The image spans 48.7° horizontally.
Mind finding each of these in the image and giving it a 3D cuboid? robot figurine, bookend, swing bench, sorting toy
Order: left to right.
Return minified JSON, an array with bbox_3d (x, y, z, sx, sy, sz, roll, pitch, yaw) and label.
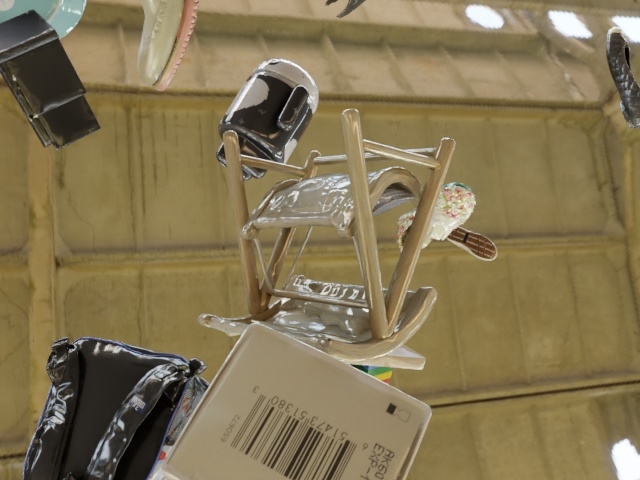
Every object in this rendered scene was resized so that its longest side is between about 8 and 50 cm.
[{"bbox_3d":[-0.313,-0.168,0.813,0.072,0.157,0.156,-30,-144,-15],"label":"bookend"},{"bbox_3d":[-0.120,-0.272,1.569,0.209,0.173,0.278,22,-107,21],"label":"robot figurine"},{"bbox_3d":[0.000,0.000,0.826,0.165,0.253,0.254,8,-93,-39],"label":"swing bench"},{"bbox_3d":[0.025,0.219,1.385,0.255,0.257,0.089,10,-83,-29],"label":"sorting toy"}]

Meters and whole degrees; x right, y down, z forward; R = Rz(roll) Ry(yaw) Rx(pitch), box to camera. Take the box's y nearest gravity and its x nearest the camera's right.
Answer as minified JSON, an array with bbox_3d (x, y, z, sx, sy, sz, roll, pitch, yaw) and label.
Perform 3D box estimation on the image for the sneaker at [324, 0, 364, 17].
[{"bbox_3d":[0.077,-0.356,0.884,0.051,0.170,0.089,47,-145,9],"label":"sneaker"}]

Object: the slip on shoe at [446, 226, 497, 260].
[{"bbox_3d":[0.349,0.007,1.635,0.135,0.041,0.051,26,-91,29],"label":"slip on shoe"}]

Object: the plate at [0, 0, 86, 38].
[{"bbox_3d":[-0.418,-0.355,0.970,0.188,0.188,0.024,10,-146,-13],"label":"plate"}]

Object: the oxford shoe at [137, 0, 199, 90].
[{"bbox_3d":[-0.253,-0.426,1.062,0.146,0.397,0.140,3,-156,-23],"label":"oxford shoe"}]

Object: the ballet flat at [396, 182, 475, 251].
[{"bbox_3d":[0.206,-0.029,1.283,0.091,0.241,0.077,22,-110,-8],"label":"ballet flat"}]

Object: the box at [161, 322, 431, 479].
[{"bbox_3d":[-0.016,0.208,0.581,0.148,0.311,0.121,23,-120,14],"label":"box"}]

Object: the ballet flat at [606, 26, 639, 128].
[{"bbox_3d":[0.434,-0.230,0.985,0.057,0.049,0.173,28,-131,-45],"label":"ballet flat"}]

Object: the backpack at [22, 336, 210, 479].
[{"bbox_3d":[-0.313,0.305,1.084,0.276,0.213,0.263,5,-125,25],"label":"backpack"}]
